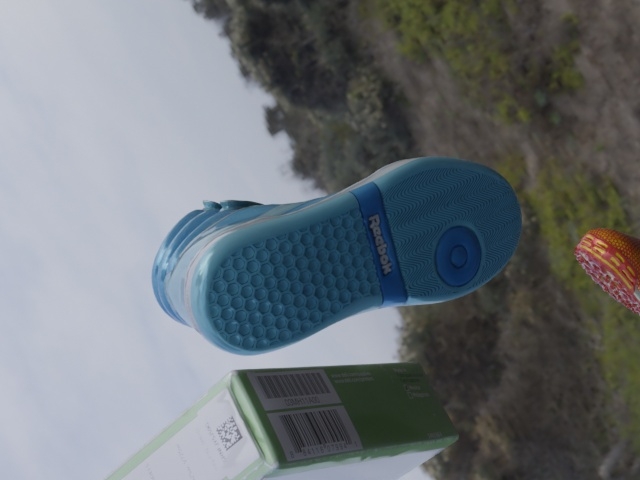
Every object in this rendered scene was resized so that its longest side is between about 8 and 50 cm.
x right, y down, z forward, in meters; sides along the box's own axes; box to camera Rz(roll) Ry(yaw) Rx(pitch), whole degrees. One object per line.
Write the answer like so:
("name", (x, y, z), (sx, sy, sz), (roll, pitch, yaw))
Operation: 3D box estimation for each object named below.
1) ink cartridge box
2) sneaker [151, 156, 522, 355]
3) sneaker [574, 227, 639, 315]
("ink cartridge box", (-0.060, 0.150, 0.610), (0.171, 0.235, 0.056), (6, -130, -56))
("sneaker", (0.000, 0.000, 1.003), (0.208, 0.318, 0.127), (7, 108, 61))
("sneaker", (0.210, 0.021, 0.662), (0.175, 0.067, 0.064), (22, -167, -36))
